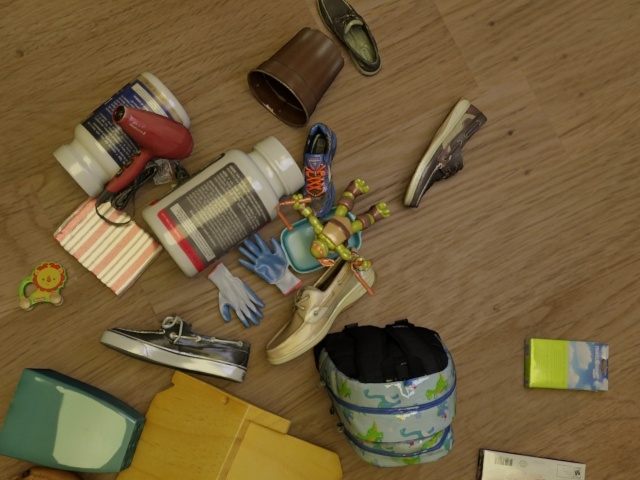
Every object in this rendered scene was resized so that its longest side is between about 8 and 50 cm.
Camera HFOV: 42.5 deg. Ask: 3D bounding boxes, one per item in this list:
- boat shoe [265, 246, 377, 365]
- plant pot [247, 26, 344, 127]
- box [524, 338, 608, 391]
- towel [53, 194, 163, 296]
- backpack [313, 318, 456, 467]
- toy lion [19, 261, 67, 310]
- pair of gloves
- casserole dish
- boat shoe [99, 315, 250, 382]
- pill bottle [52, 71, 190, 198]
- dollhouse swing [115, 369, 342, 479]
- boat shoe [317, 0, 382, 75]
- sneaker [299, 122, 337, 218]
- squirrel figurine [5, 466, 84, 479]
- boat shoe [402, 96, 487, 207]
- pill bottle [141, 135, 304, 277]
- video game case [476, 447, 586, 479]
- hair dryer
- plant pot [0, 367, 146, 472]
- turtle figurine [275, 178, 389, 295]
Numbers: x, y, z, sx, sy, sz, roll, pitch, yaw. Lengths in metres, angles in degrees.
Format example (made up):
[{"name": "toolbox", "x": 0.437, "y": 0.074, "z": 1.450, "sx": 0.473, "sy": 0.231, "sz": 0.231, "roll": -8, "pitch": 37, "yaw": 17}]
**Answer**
[{"name": "boat shoe", "x": -0.014, "y": 0.136, "z": 1.732, "sx": 0.302, "sy": 0.109, "sz": 0.098, "roll": -42, "pitch": 110, "yaw": -15}, {"name": "plant pot", "x": -0.043, "y": -0.362, "z": 1.790, "sx": 0.167, "sy": 0.167, "sz": 0.165, "roll": 40, "pitch": 73, "yaw": 0}, {"name": "box", "x": 0.542, "y": 0.274, "z": 1.817, "sx": 0.178, "sy": 0.042, "sz": 0.109, "roll": 4, "pitch": 83, "yaw": -6}, {"name": "towel", "x": -0.452, "y": 0.005, "z": 1.758, "sx": 0.197, "sy": 0.029, "sz": 0.144, "roll": 43, "pitch": 80, "yaw": -2}, {"name": "backpack", "x": 0.142, "y": 0.289, "z": 1.615, "sx": 0.290, "sy": 0.355, "sz": 0.274, "roll": -2, "pitch": 83, "yaw": -7}, {"name": "toy lion", "x": -0.583, "y": 0.093, "z": 1.730, "sx": 0.100, "sy": 0.034, "sz": 0.096, "roll": -10, "pitch": 76, "yaw": -7}, {"name": "pair of gloves", "x": -0.148, "y": 0.087, "z": 1.762, "sx": 0.198, "sy": 0.023, "sz": 0.159, "roll": -42, "pitch": 84, "yaw": 2}, {"name": "casserole dish", "x": 0.000, "y": 0.000, "z": 1.800, "sx": 0.188, "sy": 0.037, "sz": 0.114, "roll": -24, "pitch": 86, "yaw": -8}, {"name": "boat shoe", "x": -0.295, "y": 0.211, "z": 1.703, "sx": 0.306, "sy": 0.113, "sz": 0.105, "roll": 14, "pitch": 74, "yaw": -7}, {"name": "pill bottle", "x": -0.417, "y": -0.218, "z": 1.726, "sx": 0.264, "sy": 0.153, "sz": 0.153, "roll": -42, "pitch": 88, "yaw": -10}, {"name": "dollhouse swing", "x": -0.188, "y": 0.504, "z": 1.700, "sx": 0.315, "sy": 0.305, "sz": 0.347, "roll": 16, "pitch": 78, "yaw": 38}, {"name": "boat shoe", "x": 0.071, "y": -0.478, "z": 1.854, "sx": 0.080, "sy": 0.073, "sz": 0.224, "roll": -31, "pitch": 87, "yaw": -9}, {"name": "sneaker", "x": -0.012, "y": -0.155, "z": 1.784, "sx": 0.083, "sy": 0.087, "sz": 0.221, "roll": -2, "pitch": 77, "yaw": 10}, {"name": "squirrel figurine", "x": -0.553, "y": 0.640, "z": 1.573, "sx": 0.370, "sy": 0.281, "sz": 0.397, "roll": -45, "pitch": 103, "yaw": -20}, {"name": "boat shoe", "x": 0.278, "y": -0.186, "z": 1.824, "sx": 0.092, "sy": 0.103, "sz": 0.285, "roll": 30, "pitch": 74, "yaw": 4}, {"name": "pill bottle", "x": -0.197, "y": -0.079, "z": 1.719, "sx": 0.318, "sy": 0.176, "sz": 0.176, "roll": -36, "pitch": 87, "yaw": -9}, {"name": "video game case", "x": 0.444, "y": 0.568, "z": 1.766, "sx": 0.232, "sy": 0.042, "sz": 0.210, "roll": 9, "pitch": 81, "yaw": -5}, {"name": "hair dryer", "x": -0.354, "y": -0.155, "z": 1.651, "sx": 0.223, "sy": 0.294, "sz": 0.080, "roll": -30, "pitch": 53, "yaw": -24}, {"name": "plant pot", "x": -0.478, "y": 0.368, "z": 1.623, "sx": 0.234, "sy": 0.166, "sz": 0.166, "roll": 18, "pitch": 81, "yaw": 1}, {"name": "turtle figurine", "x": 0.049, "y": -0.016, "z": 1.717, "sx": 0.269, "sy": 0.087, "sz": 0.217, "roll": 41, "pitch": 57, "yaw": 8}]
